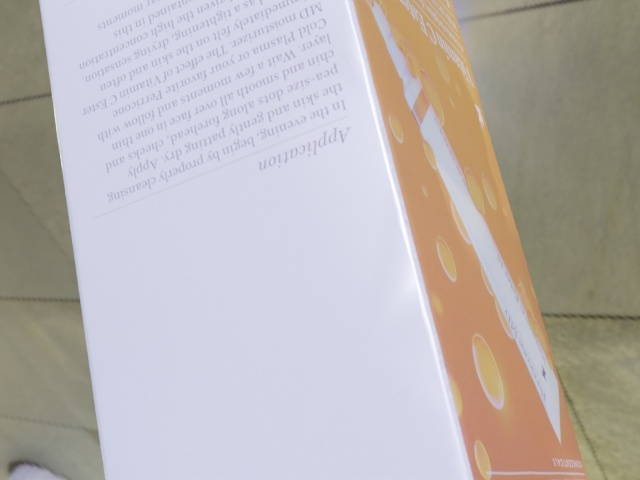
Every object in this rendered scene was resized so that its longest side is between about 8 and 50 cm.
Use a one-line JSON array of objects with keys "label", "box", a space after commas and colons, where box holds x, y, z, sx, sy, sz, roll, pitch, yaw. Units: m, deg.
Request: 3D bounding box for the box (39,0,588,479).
[{"label": "box", "box": [0.000, 0.000, 0.526, 0.168, 0.345, 0.215, -20, 161, 21]}]
